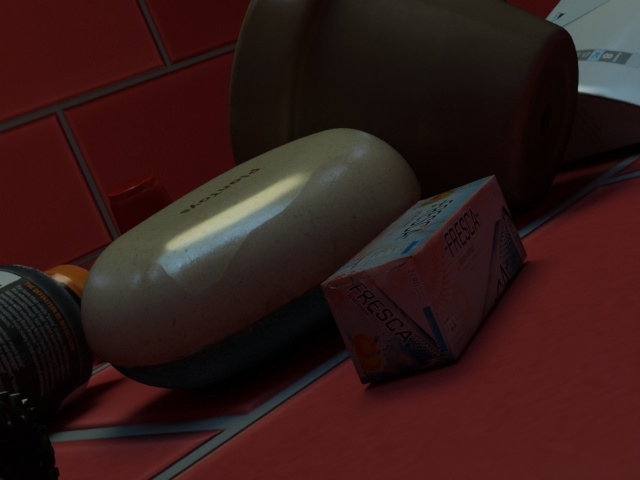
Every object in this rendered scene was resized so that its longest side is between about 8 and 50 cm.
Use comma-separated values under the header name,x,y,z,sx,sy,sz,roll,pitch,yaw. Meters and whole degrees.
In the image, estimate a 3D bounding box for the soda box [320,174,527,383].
name,x,y,z,sx,sy,sz,roll,pitch,yaw
soda box,0.068,0.017,0.627,0.058,0.063,0.183,-19,9,27

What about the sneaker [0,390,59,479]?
name,x,y,z,sx,sy,sz,roll,pitch,yaw
sneaker,-0.187,0.133,0.488,0.086,0.085,0.237,-17,7,11

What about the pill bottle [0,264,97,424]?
name,x,y,z,sx,sy,sz,roll,pitch,yaw
pill bottle,-0.263,0.098,0.810,0.130,0.130,0.246,-18,8,35

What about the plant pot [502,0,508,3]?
name,x,y,z,sx,sy,sz,roll,pitch,yaw
plant pot,0.148,-0.179,1.280,0.291,0.203,0.291,-22,8,3

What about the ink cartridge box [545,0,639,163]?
name,x,y,z,sx,sy,sz,roll,pitch,yaw
ink cartridge box,0.338,-0.218,0.965,0.308,0.091,0.385,-49,14,-24

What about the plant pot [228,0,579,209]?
name,x,y,z,sx,sy,sz,roll,pitch,yaw
plant pot,0.085,-0.118,0.903,0.229,0.263,0.263,16,27,27

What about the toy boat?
name,x,y,z,sx,sy,sz,roll,pitch,yaw
toy boat,-0.064,0.021,0.801,0.267,0.148,0.318,-32,18,-25
